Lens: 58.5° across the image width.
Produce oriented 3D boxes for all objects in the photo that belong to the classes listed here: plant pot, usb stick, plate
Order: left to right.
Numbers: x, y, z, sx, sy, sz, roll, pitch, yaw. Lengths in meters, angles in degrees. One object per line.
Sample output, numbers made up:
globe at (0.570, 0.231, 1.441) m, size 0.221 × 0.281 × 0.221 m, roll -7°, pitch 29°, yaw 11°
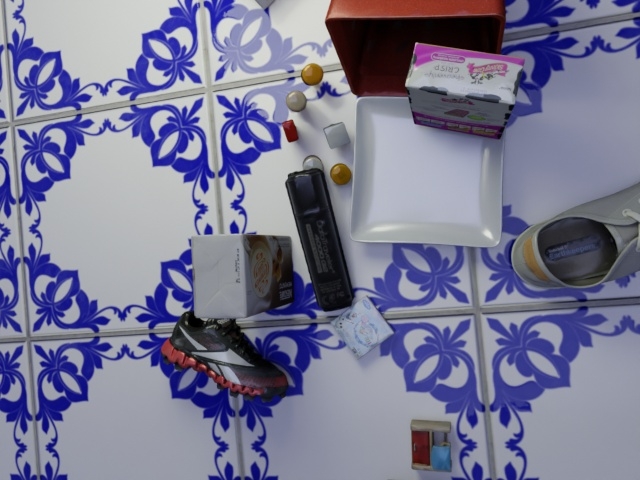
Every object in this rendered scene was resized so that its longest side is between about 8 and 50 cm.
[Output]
usb stick at (0.000, 0.000, 1.087) m, size 0.077 × 0.045 × 0.277 m, roll -13°, pitch 101°, yaw 6°
plant pot at (0.176, -0.411, 0.978) m, size 0.267 × 0.267 × 0.235 m, roll 4°, pitch 80°, yaw 14°
plate at (0.198, -0.129, 1.068) m, size 0.278 × 0.045 × 0.277 m, roll 2°, pitch 89°, yaw 14°

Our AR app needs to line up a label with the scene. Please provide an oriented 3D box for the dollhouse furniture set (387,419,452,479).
dollhouse furniture set at (0.170, 0.434, 1.029) m, size 0.129 × 0.129 × 0.183 m, roll -1°, pitch 90°, yaw 14°

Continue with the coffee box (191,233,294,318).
coffee box at (-0.134, 0.059, 1.048) m, size 0.098 × 0.246 × 0.141 m, roll -2°, pitch 88°, yaw 15°

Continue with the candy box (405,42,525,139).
candy box at (0.228, -0.233, 0.920) m, size 0.159 × 0.233 × 0.071 m, roll 13°, pitch 91°, yaw 12°

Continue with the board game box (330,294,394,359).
board game box at (0.082, 0.169, 1.109) m, size 0.090 × 0.020 × 0.090 m, roll -38°, pitch 81°, yaw 12°

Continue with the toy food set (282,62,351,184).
toy food set at (-0.013, -0.217, 1.114) m, size 0.111 × 0.104 × 0.232 m, roll -21°, pitch 105°, yaw 2°

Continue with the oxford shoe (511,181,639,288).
oxford shoe at (0.542, -0.028, 0.939) m, size 0.450 × 0.130 × 0.169 m, roll -21°, pitch 83°, yaw 12°

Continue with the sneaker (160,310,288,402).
sneaker at (-0.183, 0.221, 1.136) m, size 0.276 × 0.098 × 0.135 m, roll 21°, pitch 97°, yaw 15°

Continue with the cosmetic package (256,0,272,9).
cosmetic package at (-0.077, -0.697, 1.116) m, size 0.377 × 0.097 × 0.284 m, roll -41°, pitch 79°, yaw 11°
